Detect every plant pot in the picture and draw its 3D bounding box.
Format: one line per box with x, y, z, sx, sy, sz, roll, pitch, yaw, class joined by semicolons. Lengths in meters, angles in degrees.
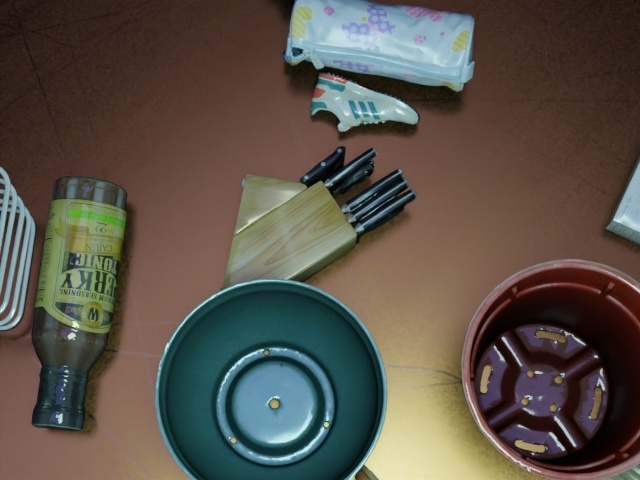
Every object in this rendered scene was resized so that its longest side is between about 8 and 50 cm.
-0.061;0.210;1.820;0.293;0.196;0.293;0;78;0;plant pot
0.308;0.182;1.791;0.272;0.265;0.272;0;78;1;plant pot

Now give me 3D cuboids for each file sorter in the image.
-0.488;0.009;1.828;0.173;0.278;0.193;7;78;-3;file sorter

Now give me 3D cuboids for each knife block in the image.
0.000;0.000;1.921;0.242;0.088;0.276;11;77;3;knife block

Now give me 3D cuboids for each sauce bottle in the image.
-0.337;0.088;1.894;0.111;0.111;0.344;5;79;1;sauce bottle

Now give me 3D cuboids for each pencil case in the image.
0.085;-0.286;1.964;0.273;0.124;0.113;8;116;0;pencil case

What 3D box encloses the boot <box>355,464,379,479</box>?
0.048;0.415;1.841;0.152;0.073;0.197;-25;76;-1;boot

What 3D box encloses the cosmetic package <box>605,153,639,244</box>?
0.501;-0.106;1.957;0.099;0.060;0.239;27;79;4;cosmetic package

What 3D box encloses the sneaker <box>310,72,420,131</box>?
0.061;-0.185;1.986;0.161;0.057;0.075;22;95;3;sneaker

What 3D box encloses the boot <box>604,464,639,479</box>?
0.422;0.418;1.830;0.262;0.095;0.203;40;79;12;boot
